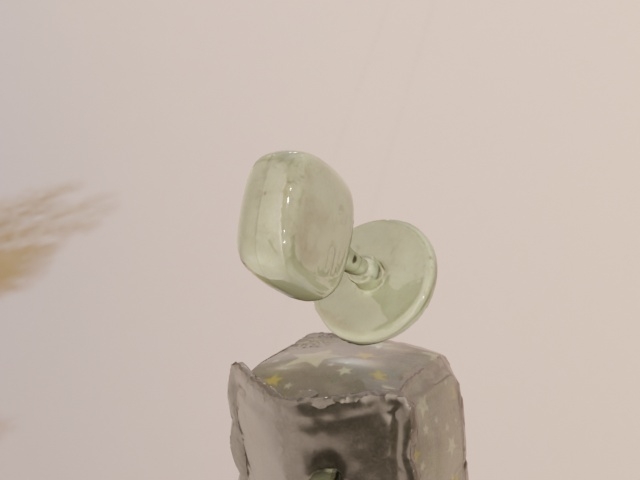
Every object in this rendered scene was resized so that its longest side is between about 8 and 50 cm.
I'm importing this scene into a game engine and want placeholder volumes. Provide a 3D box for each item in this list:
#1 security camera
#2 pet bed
[{"bbox_3d":[0.000,0.000,0.514,0.058,0.058,0.092,48,5,41],"label":"security camera"},{"bbox_3d":[0.017,0.196,1.106,0.183,0.159,0.211,7,-70,33],"label":"pet bed"}]
